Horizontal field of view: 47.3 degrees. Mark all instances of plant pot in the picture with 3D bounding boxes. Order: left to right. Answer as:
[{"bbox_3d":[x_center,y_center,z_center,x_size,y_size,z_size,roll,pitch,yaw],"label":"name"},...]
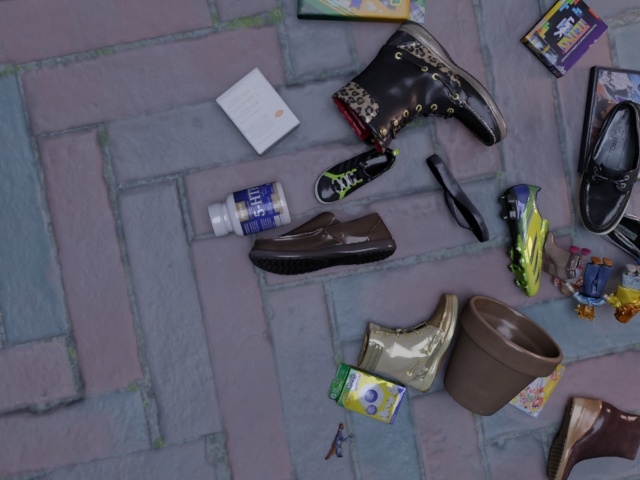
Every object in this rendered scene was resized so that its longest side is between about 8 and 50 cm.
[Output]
[{"bbox_3d":[0.423,0.299,1.805,0.263,0.263,0.229,27,110,-5],"label":"plant pot"}]

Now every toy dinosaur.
[{"bbox_3d":[0.044,0.516,1.877,0.090,0.047,0.082,-13,76,8],"label":"toy dinosaur"}]

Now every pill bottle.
[{"bbox_3d":[-0.174,-0.071,1.792,0.186,0.112,0.112,-16,94,-3],"label":"pill bottle"}]

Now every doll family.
[{"bbox_3d":[0.710,0.125,1.821,0.263,0.118,0.163,11,118,13],"label":"doll family"}]

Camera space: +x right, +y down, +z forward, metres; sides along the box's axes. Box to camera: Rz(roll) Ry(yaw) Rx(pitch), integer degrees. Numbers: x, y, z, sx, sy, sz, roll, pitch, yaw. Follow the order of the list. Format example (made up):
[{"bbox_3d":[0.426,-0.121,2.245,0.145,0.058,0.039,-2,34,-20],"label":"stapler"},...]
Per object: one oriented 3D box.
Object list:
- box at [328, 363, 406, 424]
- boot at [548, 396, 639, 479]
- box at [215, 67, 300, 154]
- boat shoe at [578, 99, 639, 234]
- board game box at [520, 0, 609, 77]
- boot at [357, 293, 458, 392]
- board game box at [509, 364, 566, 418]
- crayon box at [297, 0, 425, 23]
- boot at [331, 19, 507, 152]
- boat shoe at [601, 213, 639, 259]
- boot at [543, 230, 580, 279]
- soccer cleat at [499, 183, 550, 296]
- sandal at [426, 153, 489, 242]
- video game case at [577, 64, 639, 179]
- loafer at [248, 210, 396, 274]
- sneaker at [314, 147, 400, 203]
[{"bbox_3d":[0.119,0.391,1.872,0.179,0.043,0.105,20,91,-3],"label":"box"},{"bbox_3d":[0.717,0.541,1.891,0.207,0.090,0.248,19,88,-2],"label":"boot"},{"bbox_3d":[-0.152,-0.311,1.790,0.130,0.091,0.170,-38,94,-1],"label":"box"},{"bbox_3d":[0.715,-0.183,1.785,0.127,0.113,0.340,21,91,21],"label":"boat shoe"},{"bbox_3d":[0.615,-0.522,1.846,0.141,0.048,0.170,43,90,-4],"label":"board game box"},{"bbox_3d":[0.221,0.232,1.845,0.203,0.095,0.262,20,96,-3],"label":"boot"},{"bbox_3d":[0.554,0.371,1.904,0.103,0.026,0.154,30,91,-4],"label":"board game box"},{"bbox_3d":[0.108,-0.644,1.784,0.323,0.083,0.203,1,98,-4],"label":"crayon box"},{"bbox_3d":[0.238,-0.314,1.769,0.284,0.138,0.377,-42,91,-11],"label":"boot"},{"bbox_3d":[0.860,0.014,1.862,0.306,0.105,0.113,34,91,-5],"label":"boat shoe"},{"bbox_3d":[0.604,0.039,1.821,0.087,0.042,0.118,7,97,40],"label":"boot"},{"bbox_3d":[0.535,-0.001,1.850,0.121,0.093,0.289,-11,94,-10],"label":"soccer cleat"},{"bbox_3d":[0.336,-0.098,1.836,0.054,0.097,0.254,-34,84,-2],"label":"sandal"},{"bbox_3d":[0.802,-0.296,1.876,0.248,0.035,0.275,6,93,-4],"label":"video game case"},{"bbox_3d":[0.000,0.000,1.814,0.366,0.134,0.130,-5,70,-13],"label":"loafer"},{"bbox_3d":[0.087,-0.171,1.809,0.234,0.097,0.084,-32,94,-1],"label":"sneaker"}]
